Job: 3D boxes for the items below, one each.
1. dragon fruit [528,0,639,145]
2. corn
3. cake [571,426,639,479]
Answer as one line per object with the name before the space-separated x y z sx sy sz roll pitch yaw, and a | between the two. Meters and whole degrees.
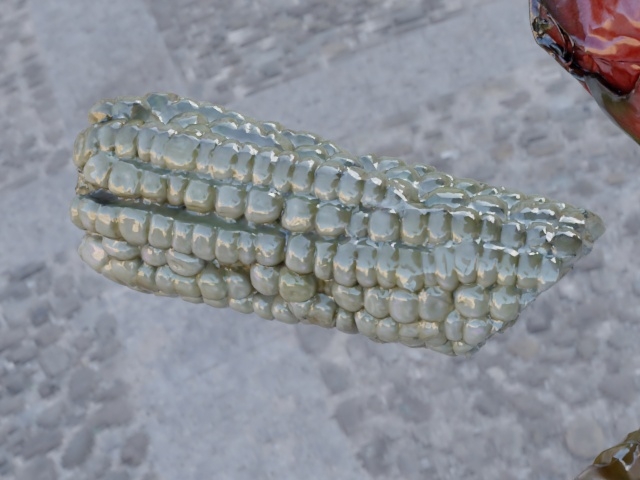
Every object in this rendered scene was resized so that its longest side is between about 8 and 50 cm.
dragon fruit | 0.128 -0.082 0.441 0.121 0.130 0.142 -44 36 -21
corn | 0.000 0.000 0.556 0.211 0.087 0.087 18 47 11
cake | 0.058 0.204 0.343 0.196 0.198 0.293 42 36 20
